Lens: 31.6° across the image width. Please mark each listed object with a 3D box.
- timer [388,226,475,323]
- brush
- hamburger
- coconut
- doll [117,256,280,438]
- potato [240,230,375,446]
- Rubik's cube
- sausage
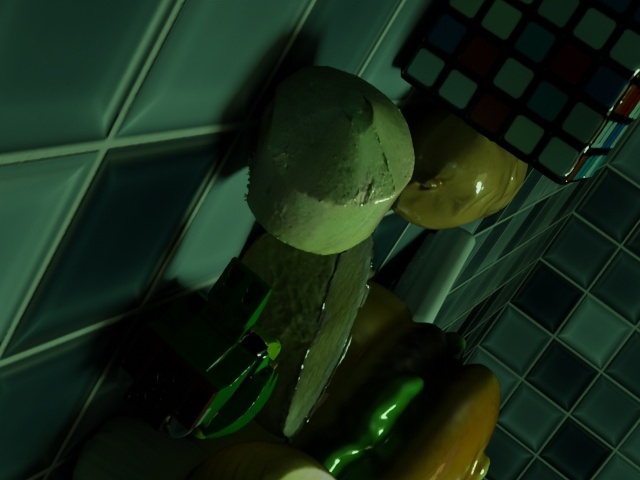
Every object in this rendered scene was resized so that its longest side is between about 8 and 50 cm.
[{"bbox_3d":[0.125,0.096,1.575,0.253,0.078,0.178,-53,169,-50],"label":"timer"},{"bbox_3d":[-0.094,0.245,1.002,0.266,0.166,0.174,3,102,-63],"label":"brush"},{"bbox_3d":[0.040,0.242,1.300,0.396,0.277,0.396,-49,167,-16],"label":"hamburger"},{"bbox_3d":[0.006,-0.059,0.799,0.116,0.116,0.122,-43,168,-35],"label":"coconut"},{"bbox_3d":[-0.084,0.094,0.894,0.134,0.106,0.186,-50,166,-7],"label":"doll"},{"bbox_3d":[-0.018,0.052,1.031,0.138,0.098,0.243,-41,154,-56],"label":"potato"},{"bbox_3d":[0.208,-0.173,1.017,0.182,0.184,0.187,-56,164,15],"label":"Rubik's cube"},{"bbox_3d":[0.144,-0.077,1.171,0.136,0.120,0.241,-63,164,12],"label":"sausage"}]
